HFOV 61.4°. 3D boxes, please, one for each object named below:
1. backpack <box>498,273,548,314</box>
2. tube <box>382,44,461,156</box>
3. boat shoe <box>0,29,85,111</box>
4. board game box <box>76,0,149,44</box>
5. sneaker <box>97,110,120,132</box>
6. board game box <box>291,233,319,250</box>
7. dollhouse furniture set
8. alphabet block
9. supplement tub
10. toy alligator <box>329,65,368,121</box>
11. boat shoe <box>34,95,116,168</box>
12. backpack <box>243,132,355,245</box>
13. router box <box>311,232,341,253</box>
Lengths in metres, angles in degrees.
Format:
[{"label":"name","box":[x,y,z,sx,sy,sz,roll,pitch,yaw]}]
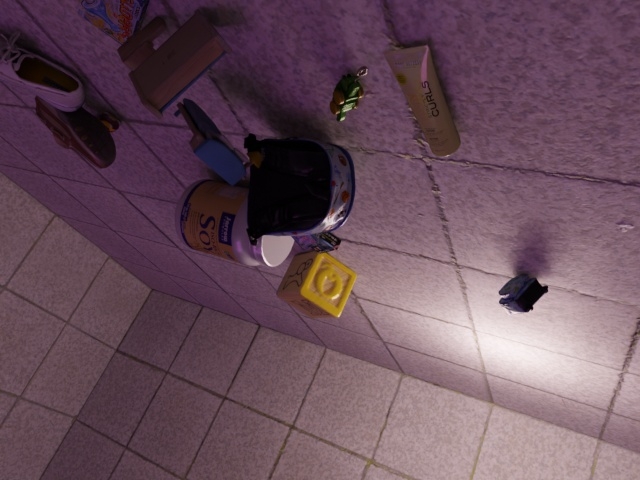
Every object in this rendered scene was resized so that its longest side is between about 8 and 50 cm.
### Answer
[{"label":"backpack","box":[0.547,0.149,1.491,0.084,0.105,0.114,48,159,4]},{"label":"tube","box":[0.199,-0.261,1.013,0.070,0.062,0.240,-27,132,11]},{"label":"boat shoe","box":[-0.839,-0.494,1.495,0.367,0.136,0.156,29,158,-16]},{"label":"board game box","box":[-0.450,-0.513,1.168,0.136,0.035,0.201,33,157,-17]},{"label":"sneaker","box":[-0.704,-0.353,1.729,0.069,0.084,0.185,38,155,-28]},{"label":"board game box","box":[-0.081,-0.105,1.506,0.060,0.194,0.194,-28,128,30]},{"label":"dollhouse furniture set","box":[-0.243,-0.326,1.199,0.303,0.198,0.286,44,-171,-50]},{"label":"alphabet block","box":[-0.017,0.166,2.012,0.193,0.193,0.197,33,158,-22]},{"label":"supplement tub","box":[-0.267,-0.054,1.720,0.331,0.241,0.241,14,155,26]},{"label":"toy alligator","box":[0.053,-0.306,1.077,0.051,0.056,0.190,64,162,13]},{"label":"boat shoe","box":[-0.754,-0.337,1.655,0.324,0.123,0.116,49,124,8]},{"label":"backpack","box":[-0.041,-0.125,1.303,0.263,0.277,0.213,5,-171,44]},{"label":"router box","box":[0.000,0.000,1.820,0.092,0.038,0.122,35,156,-20]}]
